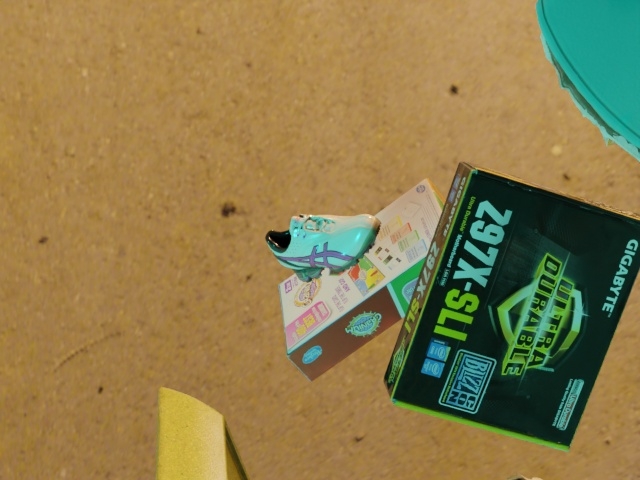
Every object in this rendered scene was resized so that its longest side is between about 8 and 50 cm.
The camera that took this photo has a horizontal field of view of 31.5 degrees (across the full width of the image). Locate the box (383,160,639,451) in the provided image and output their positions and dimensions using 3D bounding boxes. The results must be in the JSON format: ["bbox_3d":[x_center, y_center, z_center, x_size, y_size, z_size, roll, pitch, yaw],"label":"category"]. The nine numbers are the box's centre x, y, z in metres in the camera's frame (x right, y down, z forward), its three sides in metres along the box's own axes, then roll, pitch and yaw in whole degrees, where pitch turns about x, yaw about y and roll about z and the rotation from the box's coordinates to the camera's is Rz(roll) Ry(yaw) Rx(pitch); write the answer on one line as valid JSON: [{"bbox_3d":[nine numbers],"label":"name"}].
[{"bbox_3d":[0.252,0.086,1.461,0.257,0.079,0.322,17,101,-9],"label":"box"}]

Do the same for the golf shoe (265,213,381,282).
[{"bbox_3d":[0.000,0.000,1.450,0.086,0.186,0.067,38,55,-23],"label":"golf shoe"}]

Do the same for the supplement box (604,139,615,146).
[{"bbox_3d":[0.360,-0.175,1.414,0.036,0.062,0.098,-18,74,2],"label":"supplement box"}]

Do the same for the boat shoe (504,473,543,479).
[{"bbox_3d":[0.284,0.376,1.532,0.079,0.254,0.095,29,92,28],"label":"boat shoe"}]

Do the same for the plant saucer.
[{"bbox_3d":[-0.070,0.223,0.857,0.045,0.188,0.188,-19,113,1],"label":"plant saucer"}]

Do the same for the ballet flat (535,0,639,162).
[{"bbox_3d":[0.328,-0.080,0.841,0.147,0.147,0.409,-27,57,-26],"label":"ballet flat"}]

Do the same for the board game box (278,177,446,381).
[{"bbox_3d":[0.080,0.056,1.804,0.316,0.242,0.064,-36,113,12],"label":"board game box"}]
